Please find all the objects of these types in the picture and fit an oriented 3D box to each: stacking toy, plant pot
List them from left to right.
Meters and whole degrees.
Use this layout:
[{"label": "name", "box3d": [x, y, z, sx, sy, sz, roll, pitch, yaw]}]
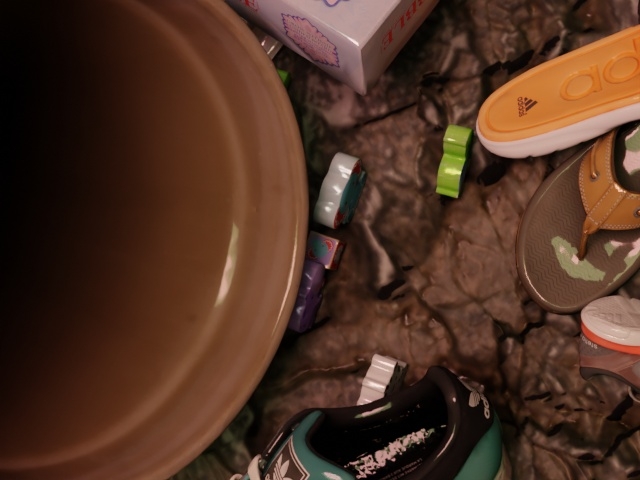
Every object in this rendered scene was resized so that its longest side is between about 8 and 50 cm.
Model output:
[{"label": "plant pot", "box3d": [-0.217, -0.018, 0.731, 0.280, 0.323, 0.323, 10, 88, 42]}, {"label": "stacking toy", "box3d": [0.000, 0.000, 0.809, 0.167, 0.052, 0.221, 18, 90, 17]}]

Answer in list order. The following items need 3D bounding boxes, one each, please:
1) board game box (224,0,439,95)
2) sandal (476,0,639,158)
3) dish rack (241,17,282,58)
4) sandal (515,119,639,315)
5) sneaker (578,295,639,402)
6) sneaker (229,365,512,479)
[{"label": "board game box", "box3d": [-0.004, -0.307, 0.777, 0.318, 0.066, 0.319, 34, 76, 15]}, {"label": "sandal", "box3d": [0.209, -0.129, 0.714, 0.265, 0.076, 0.102, -23, 41, 21]}, {"label": "dish rack", "box3d": [-0.168, -0.240, 0.872, 0.333, 0.072, 0.285, 41, 98, 17]}, {"label": "sandal", "box3d": [0.213, -0.043, 0.744, 0.219, 0.060, 0.090, -40, 76, 10]}, {"label": "sneaker", "box3d": [0.242, 0.084, 0.737, 0.157, 0.061, 0.065, 16, 119, 14]}, {"label": "sneaker", "box3d": [-0.024, 0.175, 0.725, 0.302, 0.121, 0.108, -30, 43, -6]}]
